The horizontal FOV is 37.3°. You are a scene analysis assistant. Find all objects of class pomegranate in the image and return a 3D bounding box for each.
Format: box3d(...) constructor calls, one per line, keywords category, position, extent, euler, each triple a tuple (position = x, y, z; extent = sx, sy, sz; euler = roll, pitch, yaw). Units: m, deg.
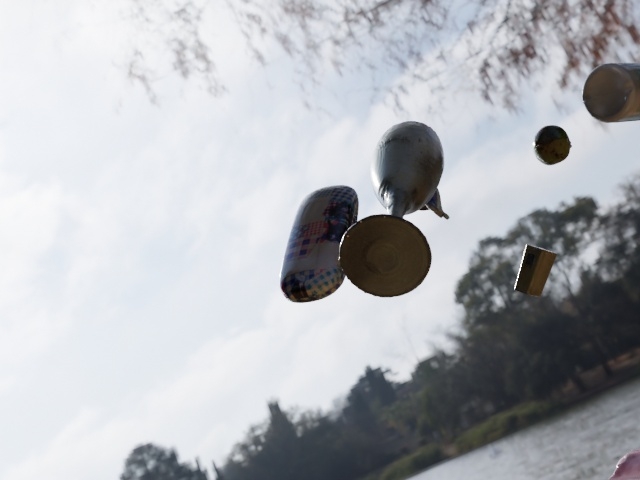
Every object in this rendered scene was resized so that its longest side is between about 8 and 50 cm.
box3d(category="pomegranate", position=(0.423, -0.178, 1.726), extent=(0.084, 0.073, 0.073), euler=(-50, 5, -40))

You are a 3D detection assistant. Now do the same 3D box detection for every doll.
box3d(category="doll", position=(0.187, -0.110, 1.917), extent=(0.070, 0.195, 0.096), euler=(-46, -2, 12))

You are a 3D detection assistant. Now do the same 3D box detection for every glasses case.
box3d(category="glasses case", position=(0.000, 0.000, 1.845), extent=(0.125, 0.327, 0.076), euler=(-10, -54, 18))

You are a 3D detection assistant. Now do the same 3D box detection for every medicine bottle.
box3d(category="medicine bottle", position=(0.646, -0.291, 1.850), extent=(0.351, 0.110, 0.110), euler=(-10, -20, -43))

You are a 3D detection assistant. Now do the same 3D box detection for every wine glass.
box3d(category="wine glass", position=(0.127, -0.117, 1.075), extent=(0.264, 0.096, 0.309), euler=(-63, 3, 29))

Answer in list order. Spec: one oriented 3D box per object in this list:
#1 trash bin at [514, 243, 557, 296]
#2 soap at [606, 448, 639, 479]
box3d(category="trash bin", position=(0.414, 0.059, 1.830), extent=(0.043, 0.092, 0.061), euler=(19, 5, 40))
box3d(category="soap", position=(0.473, 0.324, 0.971), extent=(0.128, 0.233, 0.359), euler=(-24, 0, -40))
